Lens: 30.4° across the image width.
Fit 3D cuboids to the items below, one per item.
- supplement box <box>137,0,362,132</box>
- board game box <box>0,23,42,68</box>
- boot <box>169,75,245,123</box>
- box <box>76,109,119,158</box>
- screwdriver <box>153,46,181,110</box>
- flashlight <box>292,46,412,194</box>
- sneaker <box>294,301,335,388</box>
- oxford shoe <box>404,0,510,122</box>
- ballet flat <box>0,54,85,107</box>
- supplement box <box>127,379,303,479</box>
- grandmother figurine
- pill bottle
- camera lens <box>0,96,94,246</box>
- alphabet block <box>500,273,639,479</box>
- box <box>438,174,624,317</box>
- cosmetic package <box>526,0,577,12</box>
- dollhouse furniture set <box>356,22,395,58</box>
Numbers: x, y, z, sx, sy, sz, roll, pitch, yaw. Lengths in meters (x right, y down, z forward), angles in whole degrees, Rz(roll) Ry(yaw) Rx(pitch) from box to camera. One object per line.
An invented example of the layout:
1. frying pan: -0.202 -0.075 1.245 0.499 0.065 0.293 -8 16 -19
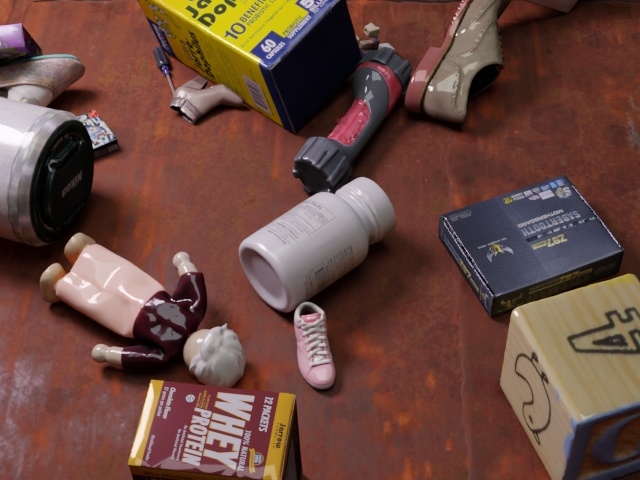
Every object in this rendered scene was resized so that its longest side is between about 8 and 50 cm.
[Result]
1. supplement box: -0.131 -0.386 2.096 0.356 0.195 0.194 34 73 28
2. board game box: -0.682 -0.322 2.090 0.347 0.208 0.056 -7 92 -5
3. boot: -0.206 -0.244 2.106 0.118 0.042 0.087 26 63 16
4. box: -0.433 -0.169 2.051 0.137 0.027 0.094 -27 52 -20
5. screwdriver: -0.279 -0.294 2.168 0.024 0.025 0.170 -15 59 -12
6. flashlight: 0.052 -0.208 2.019 0.103 0.103 0.304 23 53 19
7. sneaker: -0.011 0.149 1.728 0.051 0.070 0.134 -9 50 -9
8. oxford shoe: 0.283 -0.343 2.122 0.130 0.123 0.348 26 68 16
9. ballet flat: -0.572 -0.252 2.097 0.316 0.107 0.106 -9 69 1
10. supplement box: -0.129 0.295 1.520 0.191 0.194 0.129 5 49 6
11. grandmother figurine: -0.250 0.109 1.761 0.342 0.104 0.208 31 84 23
12. pill bottle: 0.000 0.000 1.818 0.229 0.131 0.131 -34 56 -25
13. camera lens: -0.518 -0.119 1.883 0.274 0.219 0.219 13 50 14
14. alphabet block: 0.376 0.194 1.597 0.193 0.192 0.197 -14 49 -13
15. box: 0.328 0.005 1.850 0.233 0.059 0.183 -18 52 -13
16. cosmetic package: 0.392 -0.644 2.283 0.156 0.217 0.385 3 44 -43
17. dollhouse furniture set: 0.089 -0.387 2.199 0.081 0.091 0.114 -12 44 -29
